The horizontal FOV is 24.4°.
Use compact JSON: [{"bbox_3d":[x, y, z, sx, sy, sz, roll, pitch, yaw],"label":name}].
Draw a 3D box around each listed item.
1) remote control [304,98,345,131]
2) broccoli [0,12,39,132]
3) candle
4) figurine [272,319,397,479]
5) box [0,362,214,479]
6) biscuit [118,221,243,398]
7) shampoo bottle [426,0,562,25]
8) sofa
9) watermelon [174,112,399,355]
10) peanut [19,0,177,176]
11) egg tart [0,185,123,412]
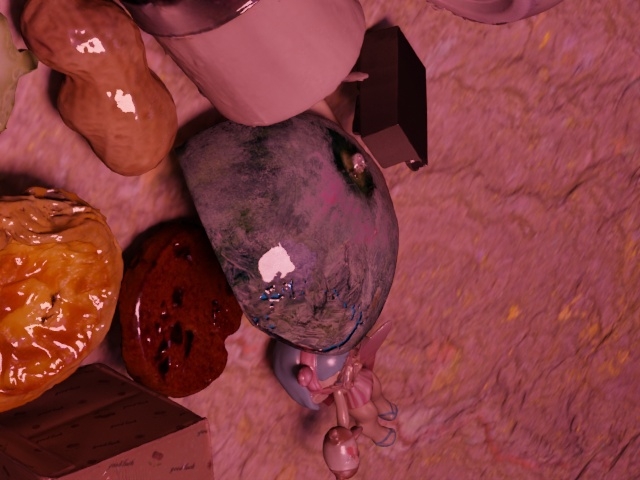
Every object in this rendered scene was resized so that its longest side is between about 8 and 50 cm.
[{"bbox_3d":[0.004,-0.088,1.652,0.078,0.042,0.221,-47,137,-11],"label":"remote control"},{"bbox_3d":[-0.347,-0.150,1.132,0.308,0.275,0.308,-9,101,-61],"label":"broccoli"},{"bbox_3d":[-0.054,-0.211,1.417,0.187,0.187,0.330,-50,138,-7],"label":"candle"},{"bbox_3d":[0.019,0.192,1.786,0.260,0.102,0.205,50,53,-51],"label":"figurine"},{"bbox_3d":[-0.232,0.306,1.502,0.190,0.225,0.297,-20,114,-35],"label":"box"},{"bbox_3d":[-0.150,0.076,1.581,0.192,0.049,0.192,-11,103,-53],"label":"biscuit"},{"bbox_3d":[0.181,-0.376,1.467,0.266,0.273,0.273,-56,139,-14],"label":"shampoo bottle"},{"bbox_3d":[0.075,-0.150,1.617,0.085,0.060,0.147,48,34,-47],"label":"sofa"},{"bbox_3d":[0.004,-0.005,1.555,0.175,0.188,0.322,-46,140,19],"label":"watermelon"},{"bbox_3d":[-0.204,-0.153,1.386,0.104,0.086,0.228,-26,132,-5],"label":"peanut"},{"bbox_3d":[-0.298,0.049,1.410,0.241,0.106,0.241,-25,133,-30],"label":"egg tart"}]
